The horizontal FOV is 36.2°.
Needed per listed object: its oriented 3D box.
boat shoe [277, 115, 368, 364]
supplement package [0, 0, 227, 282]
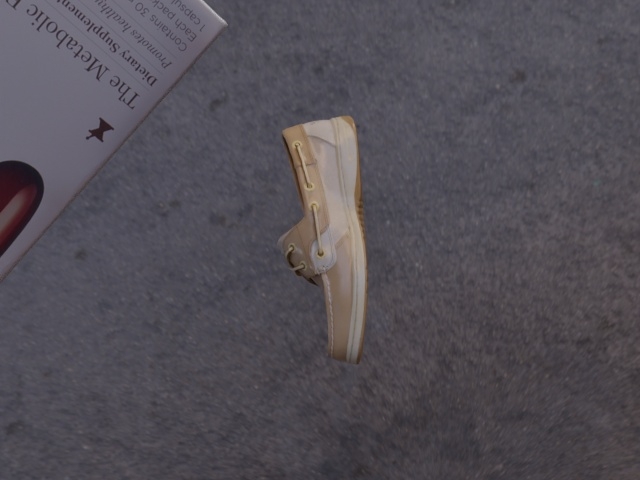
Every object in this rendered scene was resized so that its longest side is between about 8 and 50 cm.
[{"bbox_3d":[0.000,0.000,0.657,0.059,0.063,0.170,-3,73,-2],"label":"boat shoe"},{"bbox_3d":[-0.186,-0.065,0.470,0.139,0.134,0.244,40,92,-27],"label":"supplement package"}]
